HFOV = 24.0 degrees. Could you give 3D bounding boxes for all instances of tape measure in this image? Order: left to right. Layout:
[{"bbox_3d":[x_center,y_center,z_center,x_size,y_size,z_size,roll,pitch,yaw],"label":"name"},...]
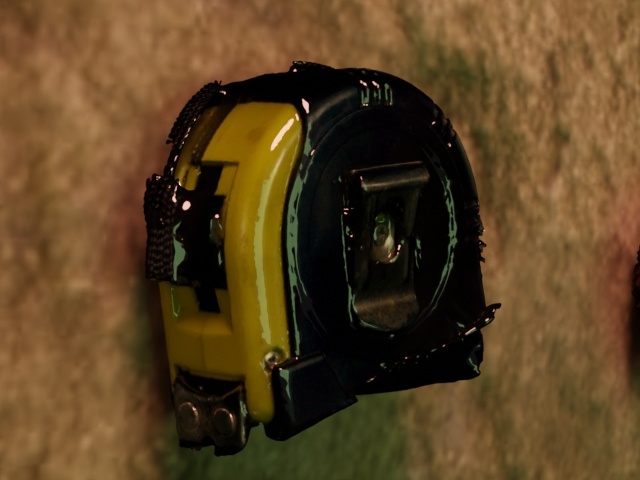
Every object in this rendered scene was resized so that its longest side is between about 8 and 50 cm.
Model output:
[{"bbox_3d":[0.000,0.000,0.781,0.199,0.112,0.186,-15,101,-43],"label":"tape measure"}]

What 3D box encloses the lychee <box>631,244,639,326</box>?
[{"bbox_3d":[0.311,0.033,1.034,0.188,0.188,0.188,-3,94,-43],"label":"lychee"}]
